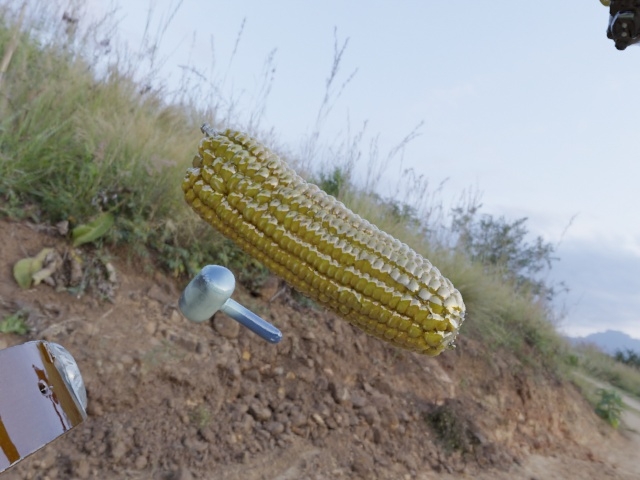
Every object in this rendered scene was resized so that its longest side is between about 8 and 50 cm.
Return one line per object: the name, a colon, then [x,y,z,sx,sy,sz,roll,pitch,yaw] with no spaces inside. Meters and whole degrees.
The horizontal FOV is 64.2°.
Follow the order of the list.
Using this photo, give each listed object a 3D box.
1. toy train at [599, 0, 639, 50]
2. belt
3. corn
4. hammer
toy train: [0.340,-0.244,0.489,0.219,0.127,0.089,-24,31,-26]
belt: [-0.385,0.207,0.574,0.217,0.122,0.338,-30,-3,-19]
corn: [-0.003,0.003,0.482,0.313,0.102,0.102,36,-5,16]
hammer: [-0.150,0.128,0.904,0.194,0.069,0.116,36,-58,-16]
